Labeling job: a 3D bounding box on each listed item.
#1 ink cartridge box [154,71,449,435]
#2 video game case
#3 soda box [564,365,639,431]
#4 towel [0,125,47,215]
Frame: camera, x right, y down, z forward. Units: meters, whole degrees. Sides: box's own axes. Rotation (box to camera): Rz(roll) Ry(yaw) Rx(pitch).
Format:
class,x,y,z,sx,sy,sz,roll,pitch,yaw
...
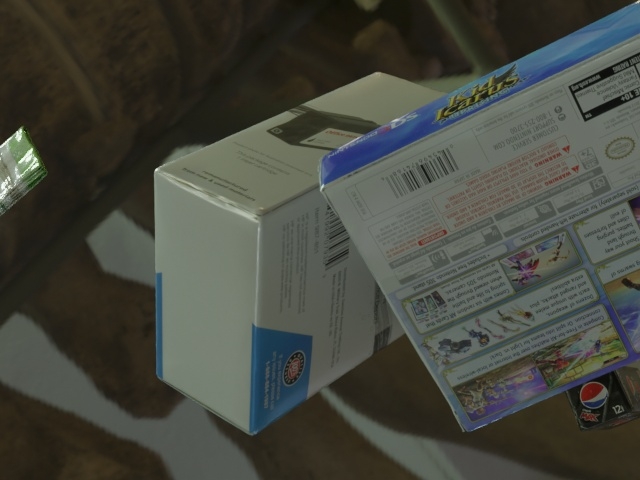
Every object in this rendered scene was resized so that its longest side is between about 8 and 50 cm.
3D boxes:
class,x,y,z,sx,sy,sz,roll,pitch,yaw
ink cartridge box,0.000,0.000,1.206,0.307,0.129,0.223,-29,-48,-43
video game case,0.173,-0.011,0.959,0.244,0.270,0.061,59,-167,-25
soda box,0.304,0.165,1.374,0.169,0.060,0.053,19,-131,-66
towel,-0.418,-0.070,1.655,0.023,0.152,0.113,44,-174,-45
